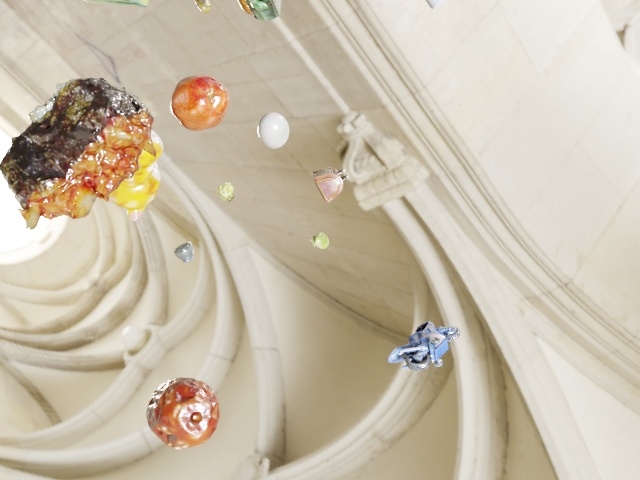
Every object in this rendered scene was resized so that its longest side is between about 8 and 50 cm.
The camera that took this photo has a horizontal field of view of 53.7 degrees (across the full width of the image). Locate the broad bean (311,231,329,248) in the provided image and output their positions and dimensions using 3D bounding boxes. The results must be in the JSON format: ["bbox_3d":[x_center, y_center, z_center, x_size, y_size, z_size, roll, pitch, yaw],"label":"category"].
[{"bbox_3d":[0.000,0.000,2.334,0.045,0.083,0.063,-17,-103,35],"label":"broad bean"}]

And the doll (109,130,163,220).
[{"bbox_3d":[-0.488,-0.195,1.630,0.162,0.269,0.166,-23,-123,-22],"label":"doll"}]

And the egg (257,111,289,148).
[{"bbox_3d":[-0.152,-0.356,2.049,0.103,0.135,0.103,-1,-117,2],"label":"egg"}]

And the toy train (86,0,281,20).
[{"bbox_3d":[-0.194,-0.472,0.934,0.160,0.397,0.253,53,43,-82],"label":"toy train"}]

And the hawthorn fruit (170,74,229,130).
[{"bbox_3d":[-0.279,-0.325,1.467,0.138,0.133,0.133,-14,-142,49],"label":"hawthorn fruit"}]

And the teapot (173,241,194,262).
[{"bbox_3d":[-0.474,0.041,2.231,0.066,0.057,0.088,-13,-155,20],"label":"teapot"}]

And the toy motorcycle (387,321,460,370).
[{"bbox_3d":[0.271,0.268,1.629,0.114,0.076,0.205,10,-149,42],"label":"toy motorcycle"}]

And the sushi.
[{"bbox_3d":[-0.497,-0.170,1.271,0.343,0.196,0.182,-45,-117,11],"label":"sushi"}]

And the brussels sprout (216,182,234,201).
[{"bbox_3d":[-0.419,-0.209,2.822,0.085,0.085,0.058,-31,-137,21],"label":"brussels sprout"}]

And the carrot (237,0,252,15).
[{"bbox_3d":[-0.163,-0.513,1.184,0.043,0.248,0.043,-5,-114,13],"label":"carrot"}]

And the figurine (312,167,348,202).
[{"bbox_3d":[0.034,-0.180,1.857,0.098,0.082,0.154,-30,-166,8],"label":"figurine"}]

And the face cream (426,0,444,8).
[{"bbox_3d":[0.199,-0.565,1.257,0.084,0.198,0.057,-39,-167,-19],"label":"face cream"}]

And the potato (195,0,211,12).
[{"bbox_3d":[-0.392,-0.796,2.120,0.046,0.045,0.092,-36,-132,8],"label":"potato"}]

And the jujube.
[{"bbox_3d":[-0.337,0.421,1.548,0.174,0.174,0.250,-53,-167,-20],"label":"jujube"}]
